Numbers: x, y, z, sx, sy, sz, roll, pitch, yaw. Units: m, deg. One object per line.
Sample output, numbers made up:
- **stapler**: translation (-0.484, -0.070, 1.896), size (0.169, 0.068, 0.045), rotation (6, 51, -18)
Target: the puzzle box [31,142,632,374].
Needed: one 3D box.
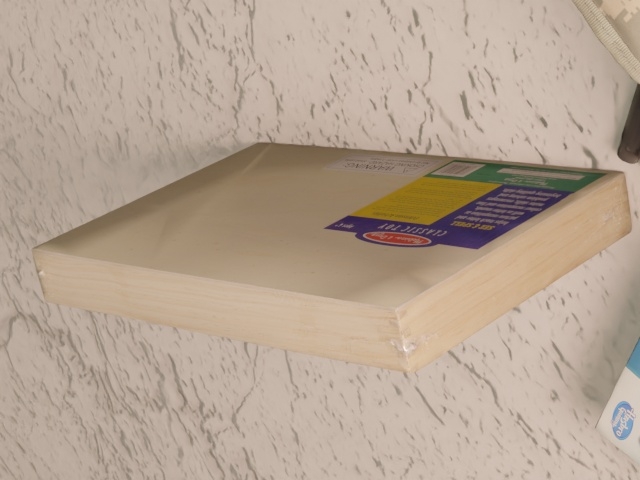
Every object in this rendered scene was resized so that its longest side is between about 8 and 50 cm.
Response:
- **puzzle box**: translation (0.000, 0.000, 1.256), size (0.409, 0.272, 0.052), rotation (8, 117, 45)

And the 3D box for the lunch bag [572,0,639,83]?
- **lunch bag**: translation (0.220, -0.258, 0.921), size (0.235, 0.169, 0.287), rotation (-43, 64, 44)

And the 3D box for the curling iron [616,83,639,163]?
- **curling iron**: translation (0.257, -0.152, 1.081), size (0.068, 0.035, 0.274), rotation (44, 136, 21)

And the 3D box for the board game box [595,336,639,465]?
- **board game box**: translation (0.375, 0.133, 1.083), size (0.336, 0.079, 0.253), rotation (39, 135, 25)
